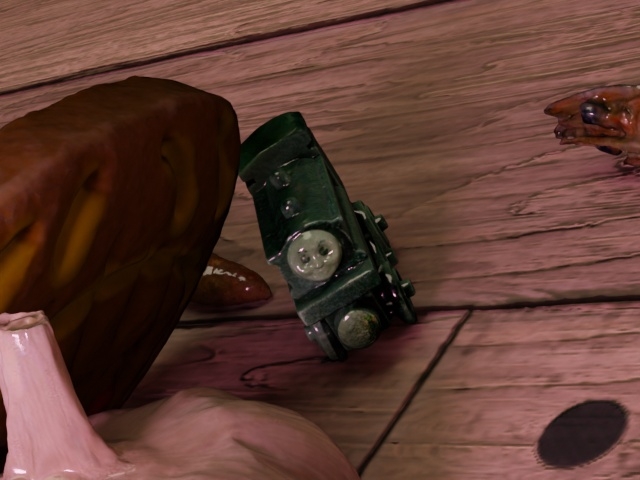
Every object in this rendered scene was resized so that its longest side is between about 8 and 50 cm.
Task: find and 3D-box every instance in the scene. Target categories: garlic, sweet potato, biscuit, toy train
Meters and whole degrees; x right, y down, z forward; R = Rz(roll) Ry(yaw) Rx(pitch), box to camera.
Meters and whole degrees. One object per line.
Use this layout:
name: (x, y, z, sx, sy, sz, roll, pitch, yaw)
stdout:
garlic: (-0.096, 0.128, 0.790, 0.219, 0.212, 0.218, -19, 30, 12)
sweet potato: (-0.108, -0.003, 1.233, 0.078, 0.058, 0.255, -15, 26, -14)
biscuit: (-0.159, 0.075, 0.937, 0.394, 0.070, 0.350, -42, -20, -58)
toy train: (0.000, 0.000, 1.042, 0.071, 0.111, 0.170, -31, 24, 6)

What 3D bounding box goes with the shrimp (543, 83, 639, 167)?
shrimp: (0.270, -0.096, 0.977, 0.296, 0.058, 0.169, 2, 34, 43)
